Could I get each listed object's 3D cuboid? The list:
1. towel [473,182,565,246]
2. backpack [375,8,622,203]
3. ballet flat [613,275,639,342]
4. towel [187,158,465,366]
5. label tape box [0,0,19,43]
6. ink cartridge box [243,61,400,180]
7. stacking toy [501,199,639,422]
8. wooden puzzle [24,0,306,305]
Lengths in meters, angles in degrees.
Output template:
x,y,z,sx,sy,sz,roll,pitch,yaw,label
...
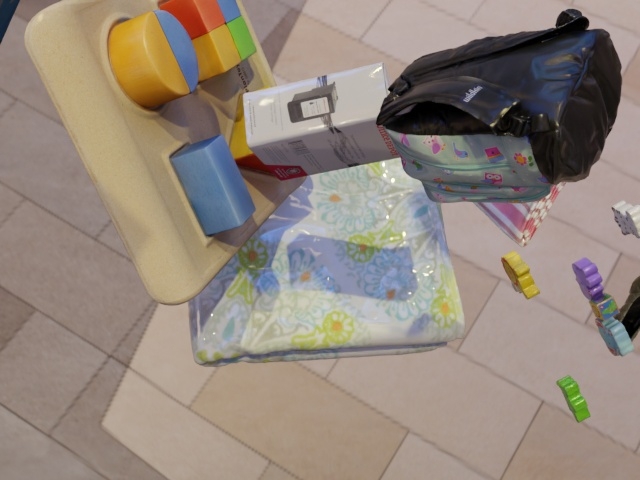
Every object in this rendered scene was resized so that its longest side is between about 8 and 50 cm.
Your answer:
x,y,z,sx,sy,sz,roll,pitch,yaw,label
0.257,-0.107,1.146,0.029,0.197,0.144,18,20,-28,towel
0.137,-0.096,0.746,0.182,0.115,0.152,-1,40,40,backpack
0.434,0.092,1.244,0.058,0.173,0.049,7,48,-8,ballet flat
0.000,0.000,1.258,0.375,0.090,0.320,-1,67,-18,towel
-0.275,-0.053,0.404,0.106,0.241,0.333,42,55,-10,label tape box
0.010,-0.119,0.959,0.151,0.109,0.063,-11,71,12,ink cartridge box
0.329,0.080,1.091,0.167,0.052,0.221,-27,102,-4,stacking toy
-0.129,-0.145,1.031,0.081,0.322,0.348,-12,21,30,wooden puzzle
